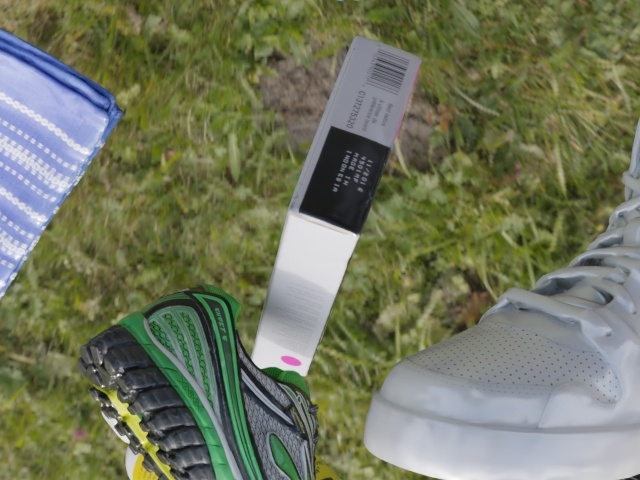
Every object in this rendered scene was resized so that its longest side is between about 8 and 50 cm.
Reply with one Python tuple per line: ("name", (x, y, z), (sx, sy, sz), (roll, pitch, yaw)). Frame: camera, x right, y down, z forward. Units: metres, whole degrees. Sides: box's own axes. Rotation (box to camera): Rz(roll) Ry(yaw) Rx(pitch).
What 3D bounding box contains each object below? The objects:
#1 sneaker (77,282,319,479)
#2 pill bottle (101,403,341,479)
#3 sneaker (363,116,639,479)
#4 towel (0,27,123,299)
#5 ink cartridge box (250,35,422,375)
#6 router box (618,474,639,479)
("sneaker", (-0.039, 0.187, 0.945), (0.146, 0.134, 0.344), (-37, 102, -27))
("pill bottle", (-0.108, 0.276, 1.385), (0.188, 0.334, 0.188), (-35, 152, -22))
("sneaker", (0.138, 0.008, 0.534), (0.292, 0.108, 0.169), (-5, 105, -42))
("towel", (-0.343, -0.039, 0.948), (0.243, 0.040, 0.336), (30, 108, -19))
("ink cartridge box", (0.000, 0.000, 1.039), (0.069, 0.176, 0.371), (20, 152, -1))
("router box", (0.262, 0.189, 0.822), (0.092, 0.122, 0.038), (37, 79, -24))
